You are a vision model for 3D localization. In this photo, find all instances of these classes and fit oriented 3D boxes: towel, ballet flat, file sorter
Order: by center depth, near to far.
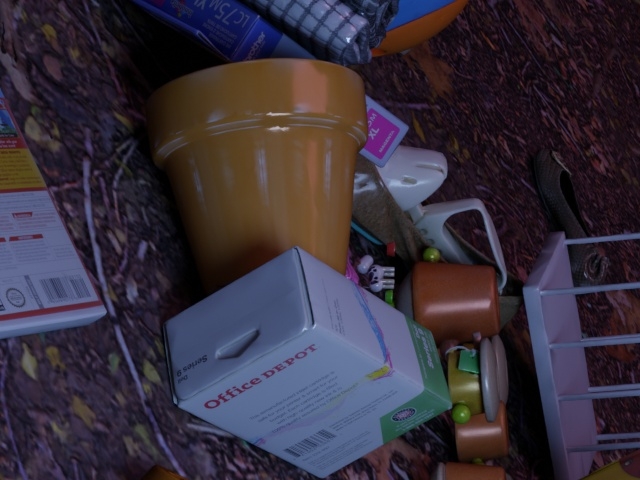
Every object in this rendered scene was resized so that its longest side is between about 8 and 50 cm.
[{"bbox_3d":[-0.033,-0.277,1.929,0.235,0.121,0.283,33,1,2],"label":"towel"},{"bbox_3d":[0.115,-0.024,2.123,0.342,0.124,0.116,48,26,-23],"label":"ballet flat"},{"bbox_3d":[0.352,0.142,2.217,0.193,0.173,0.278,-52,133,-65],"label":"file sorter"},{"bbox_3d":[0.352,-0.034,2.680,0.084,0.058,0.250,36,33,-43],"label":"ballet flat"}]

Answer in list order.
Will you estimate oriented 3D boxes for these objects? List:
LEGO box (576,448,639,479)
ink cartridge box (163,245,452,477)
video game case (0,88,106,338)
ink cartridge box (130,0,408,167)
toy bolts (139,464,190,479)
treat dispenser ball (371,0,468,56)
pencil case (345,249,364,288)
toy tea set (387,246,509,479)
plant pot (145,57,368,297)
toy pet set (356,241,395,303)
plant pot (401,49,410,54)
[{"bbox_3d":[0.338,0.474,1.639,0.372,0.193,0.500,51,23,-23],"label":"LEGO box"},{"bbox_3d":[-0.011,0.110,1.682,0.212,0.154,0.093,31,36,-46],"label":"ink cartridge box"},{"bbox_3d":[-0.286,-0.056,1.500,0.204,0.025,0.285,-6,68,-64],"label":"video game case"},{"bbox_3d":[-0.064,-0.189,1.943,0.311,0.065,0.186,29,4,-46],"label":"ink cartridge box"},{"bbox_3d":[-0.065,0.294,1.453,0.228,0.158,0.218,32,-6,-29],"label":"toy bolts"},{"bbox_3d":[0.051,-0.351,2.177,0.288,0.288,0.288,44,28,-31],"label":"treat dispenser ball"},{"bbox_3d":[0.000,0.000,1.903,0.095,0.098,0.209,31,36,-34],"label":"pencil case"},{"bbox_3d":[0.127,0.159,1.997,0.336,0.124,0.200,-80,164,-61],"label":"toy tea set"},{"bbox_3d":[-0.050,-0.045,1.765,0.205,0.205,0.188,16,64,-57],"label":"plant pot"},{"bbox_3d":[0.041,0.078,1.949,0.122,0.065,0.114,90,2,-47],"label":"toy pet set"},{"bbox_3d":[0.104,-0.323,2.488,0.109,0.096,0.109,25,41,-52],"label":"plant pot"}]
